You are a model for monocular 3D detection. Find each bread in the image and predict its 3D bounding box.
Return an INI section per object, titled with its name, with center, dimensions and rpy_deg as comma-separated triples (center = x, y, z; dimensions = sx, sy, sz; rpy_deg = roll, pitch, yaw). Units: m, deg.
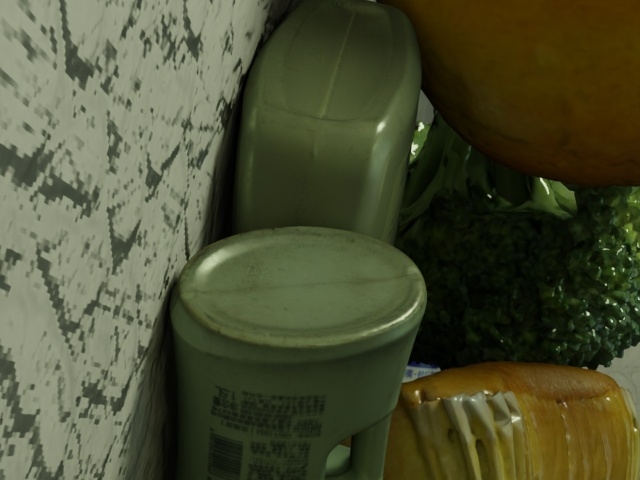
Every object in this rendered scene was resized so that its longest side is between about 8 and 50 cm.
[bread]
center = 0.105, 0.147, 0.836
dimensions = 0.288, 0.152, 0.119
rpy_deg = 7, 65, -58

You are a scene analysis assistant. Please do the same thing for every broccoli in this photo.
[broccoli]
center = 0.158, -0.029, 1.068
dimensions = 0.302, 0.249, 0.375
rpy_deg = -63, -158, 2

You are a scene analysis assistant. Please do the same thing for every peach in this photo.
[peach]
center = 0.160, -0.216, 0.779
dimensions = 0.372, 0.289, 0.373
rpy_deg = -19, 90, -88

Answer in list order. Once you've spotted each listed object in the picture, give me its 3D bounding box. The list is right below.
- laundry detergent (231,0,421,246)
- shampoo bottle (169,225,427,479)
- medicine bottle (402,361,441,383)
[laundry detergent]
center = 0.000, 0.000, 0.757
dimensions = 0.181, 0.091, 0.253
rpy_deg = -77, 174, -48
[shampoo bottle]
center = -0.019, 0.108, 0.664
dimensions = 0.087, 0.118, 0.234
rpy_deg = -110, -159, -48
[medicine bottle]
center = 0.092, 0.074, 1.525
dimensions = 0.130, 0.130, 0.341
rpy_deg = -5, 106, -83
